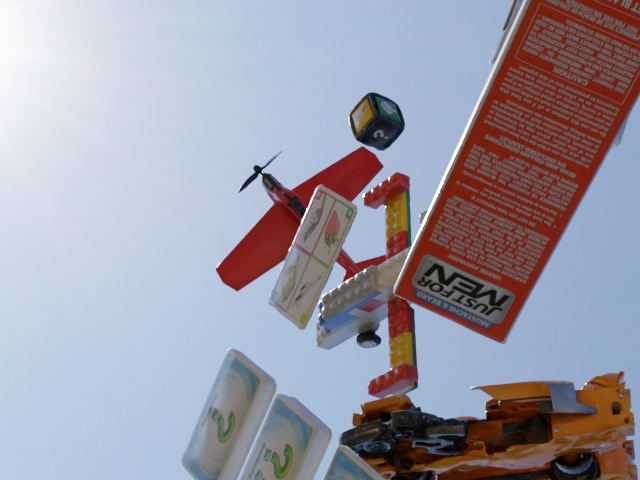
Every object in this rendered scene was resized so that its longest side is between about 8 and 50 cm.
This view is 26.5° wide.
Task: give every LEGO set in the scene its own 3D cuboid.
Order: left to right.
[{"bbox_3d":[-0.003,0.044,0.701,0.182,0.060,0.244,34,-78,57],"label":"LEGO set"}]

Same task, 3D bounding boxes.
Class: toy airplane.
[{"bbox_3d":[0.000,0.000,0.984,0.151,0.151,0.028,56,-9,12],"label":"toy airplane"}]

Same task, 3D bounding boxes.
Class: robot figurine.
[{"bbox_3d":[0.158,0.204,1.323,0.291,0.085,0.211,-6,-38,10],"label":"robot figurine"}]

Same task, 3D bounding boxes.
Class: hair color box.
[{"bbox_3d":[0.088,-0.053,0.521,0.053,0.093,0.167,26,-52,3],"label":"hair color box"}]

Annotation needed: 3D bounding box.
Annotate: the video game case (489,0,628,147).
[{"bbox_3d":[0.246,-0.187,1.308,0.157,0.143,0.019,31,-24,-20],"label":"video game case"}]
